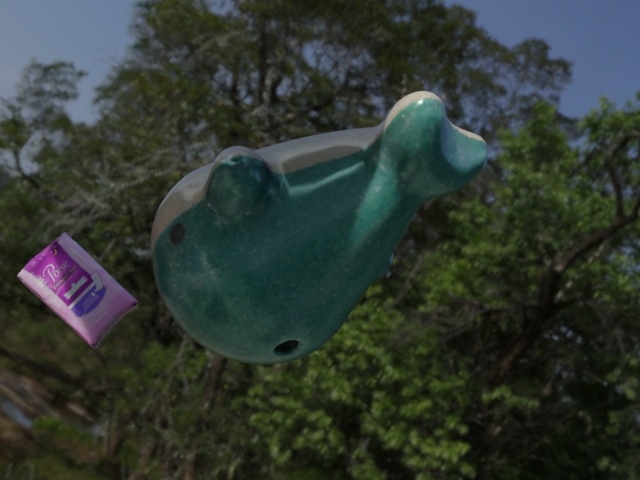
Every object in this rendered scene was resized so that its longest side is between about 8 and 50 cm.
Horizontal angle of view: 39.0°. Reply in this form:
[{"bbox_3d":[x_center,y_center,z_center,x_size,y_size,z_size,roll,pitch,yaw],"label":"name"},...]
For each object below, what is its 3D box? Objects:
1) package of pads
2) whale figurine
[{"bbox_3d":[-0.187,0.039,0.701,0.083,0.050,0.032,44,-14,0],"label":"package of pads"},{"bbox_3d":[0.000,0.000,0.683,0.216,0.272,0.141,32,37,-50],"label":"whale figurine"}]
